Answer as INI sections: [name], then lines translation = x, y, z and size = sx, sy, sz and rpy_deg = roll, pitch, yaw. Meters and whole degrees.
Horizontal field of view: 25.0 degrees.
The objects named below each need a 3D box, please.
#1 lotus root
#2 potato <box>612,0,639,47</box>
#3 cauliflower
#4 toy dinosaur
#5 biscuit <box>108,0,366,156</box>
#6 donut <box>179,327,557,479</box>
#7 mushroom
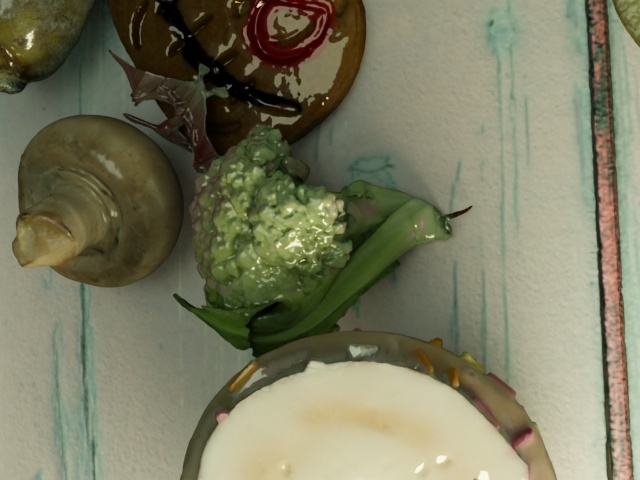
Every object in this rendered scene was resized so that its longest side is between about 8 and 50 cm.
[lotus root]
translation = -0.334, -0.336, 1.688
size = 0.175, 0.175, 0.349
rpy_deg = 16, 88, 26
[potato]
translation = 0.405, -0.241, 1.343
size = 0.255, 0.112, 0.269
rpy_deg = 3, 84, 30
[cauliflower]
translation = 0.000, 0.000, 1.487
size = 0.239, 0.315, 0.256
rpy_deg = -147, 45, -64
[toy dinosaur]
translation = -0.152, -0.143, 1.587
size = 0.220, 0.032, 0.108
rpy_deg = 47, 122, 12
[biscuit]
translation = -0.087, -0.282, 1.613
size = 0.314, 0.063, 0.367
rpy_deg = -37, 70, 20
[donut]
translation = 0.053, 0.257, 1.404
size = 0.383, 0.142, 0.382
rpy_deg = 3, 104, 10
[mushroom]
translation = -0.260, -0.033, 1.593
size = 0.204, 0.204, 0.204
rpy_deg = -2, 85, 26
